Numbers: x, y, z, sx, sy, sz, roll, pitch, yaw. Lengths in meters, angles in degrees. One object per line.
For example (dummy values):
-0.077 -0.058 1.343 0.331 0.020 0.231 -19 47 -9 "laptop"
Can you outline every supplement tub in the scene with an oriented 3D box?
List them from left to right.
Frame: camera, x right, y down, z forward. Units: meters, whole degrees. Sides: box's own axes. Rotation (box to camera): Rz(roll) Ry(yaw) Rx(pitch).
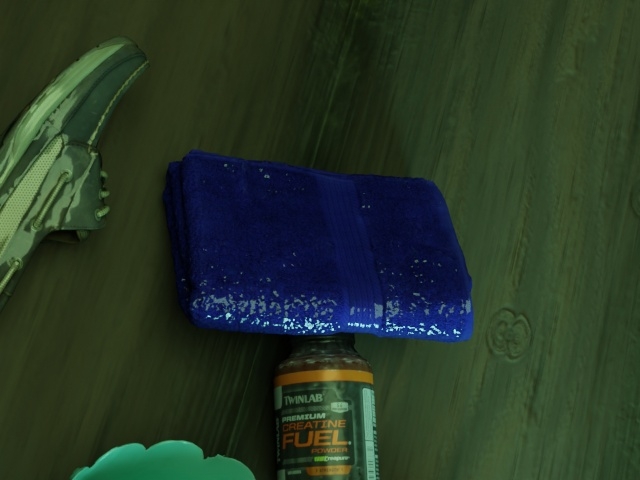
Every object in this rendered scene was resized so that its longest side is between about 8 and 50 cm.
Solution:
0.004 0.183 1.191 0.106 0.106 0.197 2 74 -19 "supplement tub"

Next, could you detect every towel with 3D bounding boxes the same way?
0.000 0.000 1.208 0.308 0.076 0.227 3 43 -20 "towel"

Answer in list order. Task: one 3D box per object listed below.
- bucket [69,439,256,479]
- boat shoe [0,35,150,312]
-0.150 0.331 1.006 0.281 0.183 0.281 24 46 -27 "bucket"
-0.278 -0.047 1.154 0.130 0.132 0.355 42 74 -15 "boat shoe"
